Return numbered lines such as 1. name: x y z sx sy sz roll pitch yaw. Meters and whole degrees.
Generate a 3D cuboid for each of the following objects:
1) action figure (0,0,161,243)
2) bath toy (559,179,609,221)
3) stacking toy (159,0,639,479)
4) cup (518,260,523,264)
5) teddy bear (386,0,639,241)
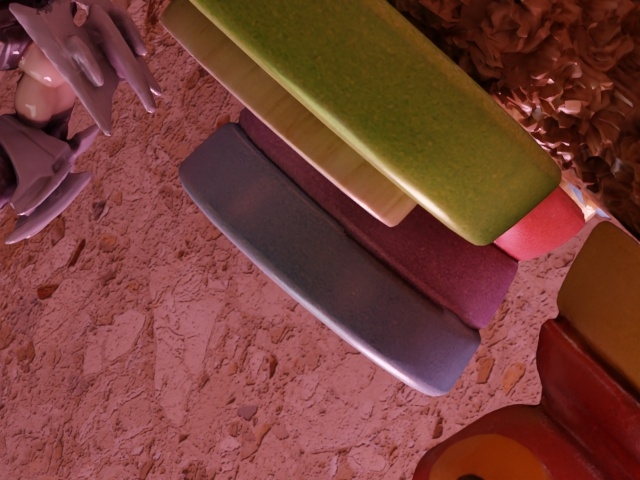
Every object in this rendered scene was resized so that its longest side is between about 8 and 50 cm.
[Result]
1. action figure: -0.173 -0.074 0.713 0.285 0.099 0.185 -27 93 50
2. bath toy: 0.053 -0.139 1.107 0.348 0.151 0.129 31 -148 -18
3. stacking toy: 0.000 0.000 0.560 0.279 0.130 0.309 38 -174 -33
4. cup: 0.074 -0.086 1.354 0.331 0.237 0.331 29 -175 -3
5. teddy bear: 0.084 -0.089 0.587 0.245 0.113 0.338 35 -172 -41
